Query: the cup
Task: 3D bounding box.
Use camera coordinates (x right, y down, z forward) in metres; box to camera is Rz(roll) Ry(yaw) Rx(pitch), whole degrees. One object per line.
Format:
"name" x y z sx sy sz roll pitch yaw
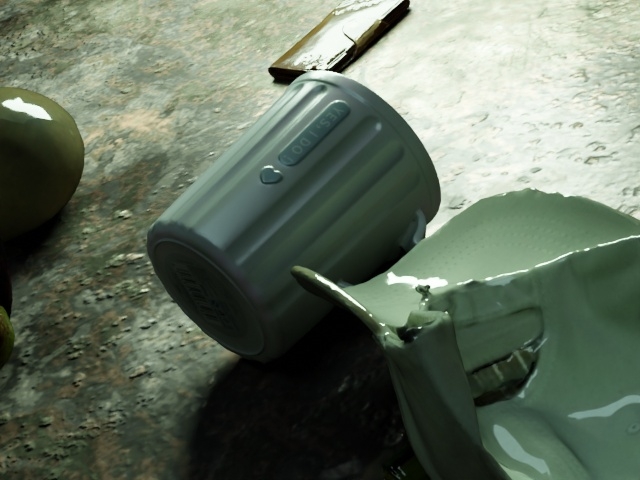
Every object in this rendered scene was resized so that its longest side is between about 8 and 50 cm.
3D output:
"cup" -0.008 -0.012 1.039 0.221 0.167 0.202 14 50 47

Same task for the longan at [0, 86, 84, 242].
"longan" -0.342 -0.081 1.362 0.189 0.189 0.189 -16 32 11

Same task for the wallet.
"wallet" 0.024 -0.242 1.492 0.095 0.026 0.176 15 48 42

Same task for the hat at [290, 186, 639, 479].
"hat" 0.113 0.077 0.835 0.257 0.168 0.301 -16 19 -30

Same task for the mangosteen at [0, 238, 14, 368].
"mangosteen" -0.383 0.081 1.089 0.287 0.288 0.233 -28 4 -8

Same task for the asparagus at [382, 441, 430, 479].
"asparagus" 0.106 0.117 0.898 0.165 0.030 0.036 -43 28 -28
